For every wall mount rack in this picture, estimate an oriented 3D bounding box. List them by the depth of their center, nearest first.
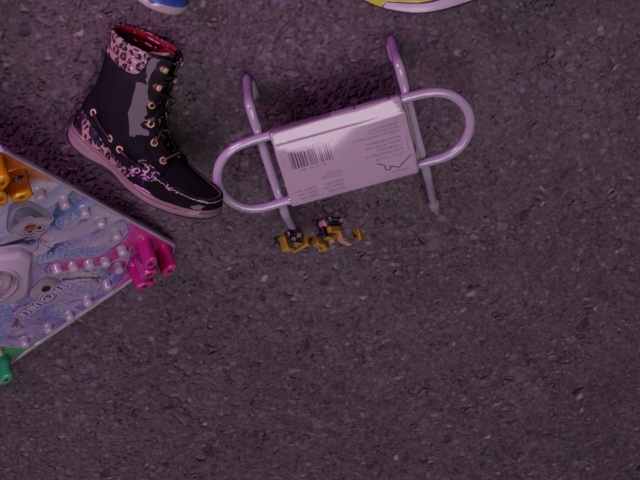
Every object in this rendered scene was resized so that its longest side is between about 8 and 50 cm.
[{"bbox_3d":[0.038,-0.105,1.789,0.350,0.130,0.304,-15,124,4],"label":"wall mount rack"}]

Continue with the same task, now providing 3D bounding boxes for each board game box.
[{"bbox_3d":[-0.445,0.063,1.787,0.390,0.050,0.390,-34,148,15],"label":"board game box"}]

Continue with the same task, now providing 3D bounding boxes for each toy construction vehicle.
[{"bbox_3d":[0.000,0.000,1.835,0.086,0.035,0.098,-27,159,34],"label":"toy construction vehicle"}]

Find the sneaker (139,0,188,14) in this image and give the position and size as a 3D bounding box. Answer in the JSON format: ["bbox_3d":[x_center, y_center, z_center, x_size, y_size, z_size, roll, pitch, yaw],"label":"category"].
[{"bbox_3d":[-0.209,-0.342,1.611,0.152,0.058,0.084,34,124,-21],"label":"sneaker"}]

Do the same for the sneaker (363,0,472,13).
[{"bbox_3d":[0.175,-0.359,1.643,0.300,0.111,0.121,-12,110,-1],"label":"sneaker"}]

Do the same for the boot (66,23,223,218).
[{"bbox_3d":[-0.205,-0.149,1.689,0.236,0.085,0.178,33,118,14],"label":"boot"}]
